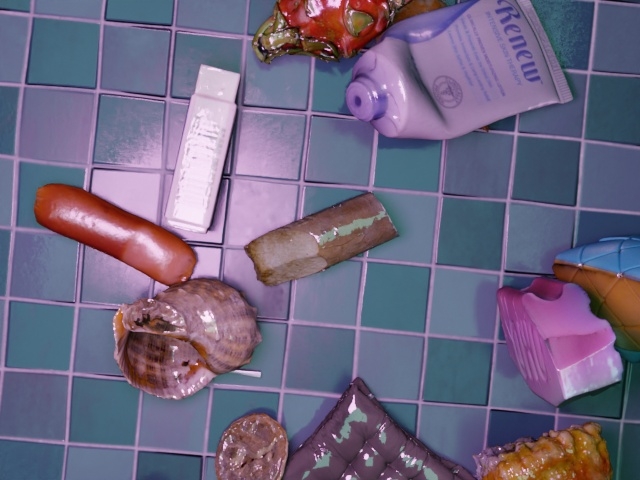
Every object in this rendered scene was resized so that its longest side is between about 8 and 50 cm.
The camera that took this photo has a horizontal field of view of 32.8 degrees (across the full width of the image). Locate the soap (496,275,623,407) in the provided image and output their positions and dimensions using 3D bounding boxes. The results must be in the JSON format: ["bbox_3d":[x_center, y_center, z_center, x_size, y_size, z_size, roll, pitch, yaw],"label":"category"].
[{"bbox_3d":[0.395,0.171,1.811,0.109,0.324,0.193,-15,93,-4],"label":"soap"}]

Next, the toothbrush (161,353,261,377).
[{"bbox_3d":[-0.202,0.224,1.935,0.194,0.014,0.017,11,89,-3],"label":"toothbrush"}]

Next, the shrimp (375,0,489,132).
[{"bbox_3d":[0.213,-0.313,1.918,0.154,0.062,0.294,-35,92,-7],"label":"shrimp"}]

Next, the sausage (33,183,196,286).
[{"bbox_3d":[-0.357,-0.013,1.887,0.300,0.083,0.089,27,83,-6],"label":"sausage"}]

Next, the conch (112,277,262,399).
[{"bbox_3d":[-0.234,0.149,1.857,0.291,0.159,0.210,24,123,-33],"label":"conch"}]

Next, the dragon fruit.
[{"bbox_3d":[0.019,-0.376,1.836,0.269,0.200,0.198,-46,137,-3],"label":"dragon fruit"}]

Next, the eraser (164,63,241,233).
[{"bbox_3d":[-0.199,-0.155,1.868,0.081,0.124,0.279,13,92,-4],"label":"eraser"}]

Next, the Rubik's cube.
[{"bbox_3d":[0.572,0.057,1.871,0.254,0.254,0.254,0,92,-3],"label":"Rubik's cube"}]

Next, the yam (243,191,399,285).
[{"bbox_3d":[0.000,0.000,1.898,0.259,0.106,0.106,-24,93,-3],"label":"yam"}]

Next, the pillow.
[{"bbox_3d":[0.108,0.426,1.920,0.326,0.101,0.228,40,93,-2],"label":"pillow"}]

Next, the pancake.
[{"bbox_3d":[-0.119,0.382,1.905,0.158,0.028,0.158,-11,67,27],"label":"pancake"}]

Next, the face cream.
[{"bbox_3d":[0.229,-0.289,1.847,0.420,0.137,0.234,-21,84,-27],"label":"face cream"}]

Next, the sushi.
[{"bbox_3d":[0.368,0.405,1.865,0.274,0.184,0.139,-13,79,-22],"label":"sushi"}]
